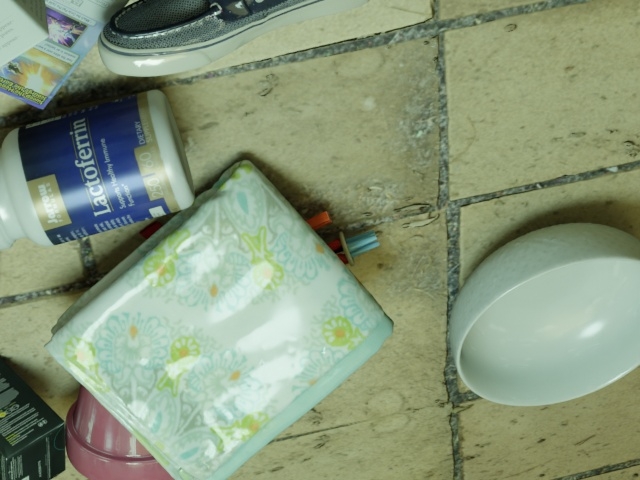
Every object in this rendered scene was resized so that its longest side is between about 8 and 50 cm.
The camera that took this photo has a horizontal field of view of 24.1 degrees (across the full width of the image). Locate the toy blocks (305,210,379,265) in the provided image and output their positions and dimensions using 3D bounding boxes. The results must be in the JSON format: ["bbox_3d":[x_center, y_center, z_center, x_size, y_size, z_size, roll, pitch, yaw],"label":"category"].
[{"bbox_3d":[0.000,0.000,2.085,0.148,0.054,0.123,-21,136,4],"label":"toy blocks"}]

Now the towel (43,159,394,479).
[{"bbox_3d":[-0.135,0.125,2.014,0.374,0.090,0.320,-41,111,4],"label":"towel"}]

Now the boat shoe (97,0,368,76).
[{"bbox_3d":[-0.097,-0.308,1.663,0.341,0.127,0.158,-23,135,-17],"label":"boat shoe"}]

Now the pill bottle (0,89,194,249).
[{"bbox_3d":[-0.298,-0.079,1.831,0.265,0.153,0.153,-16,138,0],"label":"pill bottle"}]

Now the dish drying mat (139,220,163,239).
[{"bbox_3d":[-0.211,0.002,2.055,0.032,0.008,0.083,-32,135,16],"label":"dish drying mat"}]

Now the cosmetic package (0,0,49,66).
[{"bbox_3d":[-0.392,-0.269,1.509,0.151,0.151,0.183,-29,135,15],"label":"cosmetic package"}]

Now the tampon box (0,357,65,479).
[{"bbox_3d":[-0.452,0.270,2.135,0.101,0.161,0.120,-31,147,-32],"label":"tampon box"}]

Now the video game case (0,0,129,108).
[{"bbox_3d":[-0.359,-0.291,1.653,0.270,0.061,0.244,23,124,-35],"label":"video game case"}]

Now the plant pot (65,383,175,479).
[{"bbox_3d":[-0.268,0.228,2.160,0.201,0.201,0.180,-4,121,-14],"label":"plant pot"}]

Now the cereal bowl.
[{"bbox_3d":[0.347,0.092,2.226,0.339,0.141,0.339,-8,138,-8],"label":"cereal bowl"}]
